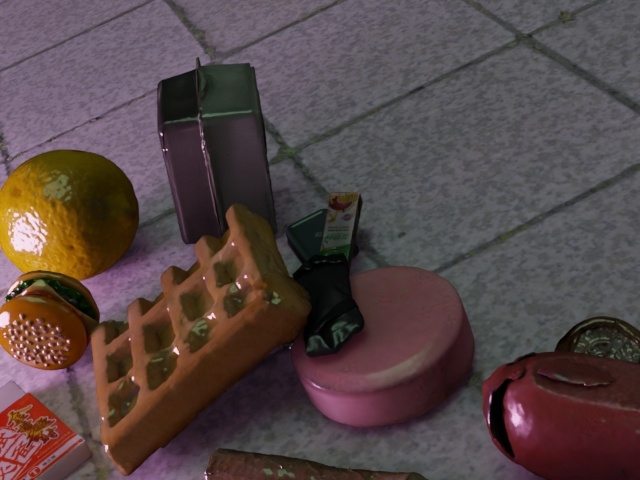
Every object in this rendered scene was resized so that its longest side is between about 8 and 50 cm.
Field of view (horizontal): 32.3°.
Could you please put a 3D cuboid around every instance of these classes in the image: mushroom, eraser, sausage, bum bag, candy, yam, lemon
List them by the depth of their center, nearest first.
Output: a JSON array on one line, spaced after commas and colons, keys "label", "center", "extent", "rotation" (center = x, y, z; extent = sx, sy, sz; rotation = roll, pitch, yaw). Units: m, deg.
[{"label": "sausage", "center": [0.312, 0.203, 1.224], "extent": [0.280, 0.152, 0.152], "rotation": [8, 44, 35]}, {"label": "yam", "center": [-0.008, 0.297, 1.347], "extent": [0.300, 0.066, 0.066], "rotation": [0, 40, 29]}, {"label": "mushroom", "center": [0.350, 0.148, 1.363], "extent": [0.123, 0.052, 0.123], "rotation": [-10, 42, 9]}, {"label": "bum bag", "center": [0.005, 0.078, 1.476], "extent": [0.087, 0.049, 0.197], "rotation": [-23, 36, 8]}, {"label": "candy", "center": [0.076, 0.138, 1.485], "extent": [0.255, 0.094, 0.255], "rotation": [-14, 36, 11]}, {"label": "eraser", "center": [-0.451, 0.302, 1.599], "extent": [0.157, 0.038, 0.230], "rotation": [-40, 40, -23]}, {"label": "lemon", "center": [-0.425, -0.045, 1.877], "extent": [0.254, 0.228, 0.228], "rotation": [-22, 32, 28]}]

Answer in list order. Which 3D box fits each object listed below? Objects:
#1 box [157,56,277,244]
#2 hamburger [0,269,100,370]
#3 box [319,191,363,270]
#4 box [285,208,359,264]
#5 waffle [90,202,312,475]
[{"label": "box", "center": [-0.169, -0.140, 1.823], "extent": [0.166, 0.290, 0.220], "rotation": [-9, 36, -2]}, {"label": "hamburger", "center": [-0.423, 0.126, 1.715], "extent": [0.162, 0.162, 0.115], "rotation": [-10, 35, 16]}, {"label": "box", "center": [0.025, 0.015, 1.682], "extent": [0.050, 0.041, 0.207], "rotation": [1, 54, 14]}, {"label": "box", "center": [0.000, 0.000, 1.764], "extent": [0.091, 0.031, 0.126], "rotation": [-26, 37, -7]}, {"label": "waffle", "center": [-0.181, 0.128, 1.548], "extent": [0.348, 0.077, 0.304], "rotation": [-42, 29, 10]}]
